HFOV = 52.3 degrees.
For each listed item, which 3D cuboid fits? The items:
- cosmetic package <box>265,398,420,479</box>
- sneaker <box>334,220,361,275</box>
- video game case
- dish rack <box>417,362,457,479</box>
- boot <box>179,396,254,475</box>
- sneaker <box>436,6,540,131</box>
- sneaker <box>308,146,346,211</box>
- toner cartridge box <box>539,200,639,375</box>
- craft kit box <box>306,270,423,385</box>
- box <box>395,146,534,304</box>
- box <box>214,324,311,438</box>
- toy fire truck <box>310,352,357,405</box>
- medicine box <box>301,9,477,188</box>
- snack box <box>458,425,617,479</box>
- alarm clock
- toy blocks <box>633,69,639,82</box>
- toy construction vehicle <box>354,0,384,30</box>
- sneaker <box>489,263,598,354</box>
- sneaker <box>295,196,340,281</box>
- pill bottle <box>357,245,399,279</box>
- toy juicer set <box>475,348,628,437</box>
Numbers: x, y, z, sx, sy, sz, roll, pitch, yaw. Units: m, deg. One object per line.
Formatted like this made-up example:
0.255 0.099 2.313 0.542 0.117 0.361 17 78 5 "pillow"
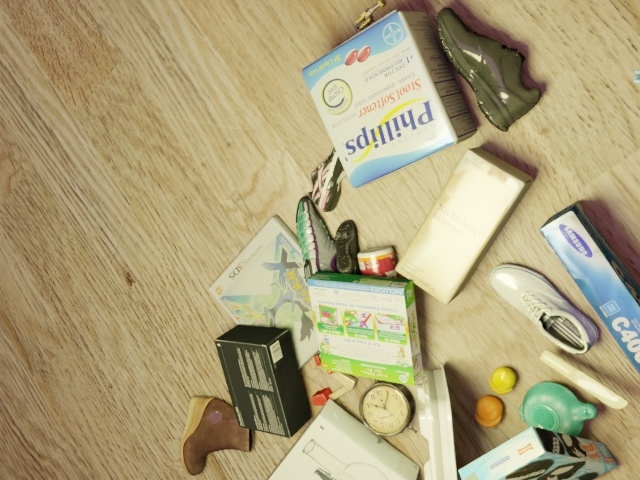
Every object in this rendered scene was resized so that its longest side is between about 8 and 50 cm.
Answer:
0.027 0.632 1.664 0.284 0.097 0.377 37 113 7 "cosmetic package"
0.072 0.044 1.571 0.051 0.089 0.170 -10 58 22 "sneaker"
-0.103 0.154 1.692 0.329 0.036 0.300 48 116 10 "video game case"
0.259 0.461 1.432 0.073 0.285 0.332 -5 97 8 "dish rack"
-0.288 0.569 1.829 0.207 0.090 0.248 10 100 26 "boot"
0.346 -0.371 1.350 0.130 0.109 0.286 -34 91 17 "sneaker"
0.014 -0.162 1.559 0.077 0.072 0.178 29 106 30 "sneaker"
0.570 0.092 1.281 0.075 0.165 0.347 -36 84 26 "toner cartridge box"
0.102 0.199 1.497 0.250 0.061 0.246 4 111 31 "craft kit box"
0.309 -0.034 1.408 0.148 0.121 0.311 34 112 18 "box"
-0.148 0.359 1.678 0.184 0.103 0.261 -2 109 36 "box"
0.049 0.334 1.646 0.192 0.047 0.135 -22 90 27 "toy fire truck"
0.147 -0.299 1.401 0.264 0.149 0.289 -23 93 34 "medicine box"
0.452 0.469 1.338 0.187 0.322 0.060 -43 45 26 "snack box"
0.157 0.389 1.592 0.129 0.064 0.192 -22 84 21 "alarm clock"
0.669 -0.273 1.225 0.148 0.054 0.123 5 101 25 "toy blocks"
0.120 -0.476 1.464 0.098 0.035 0.085 -35 84 27 "toy construction vehicle"
0.471 0.140 1.378 0.258 0.091 0.094 36 113 16 "sneaker"
0.000 0.000 1.607 0.083 0.098 0.223 143 120 -68 "sneaker"
0.142 0.095 1.534 0.086 0.086 0.151 -9 96 27 "pill bottle"
0.481 0.346 1.423 0.329 0.090 0.209 -50 64 33 "toy juicer set"
